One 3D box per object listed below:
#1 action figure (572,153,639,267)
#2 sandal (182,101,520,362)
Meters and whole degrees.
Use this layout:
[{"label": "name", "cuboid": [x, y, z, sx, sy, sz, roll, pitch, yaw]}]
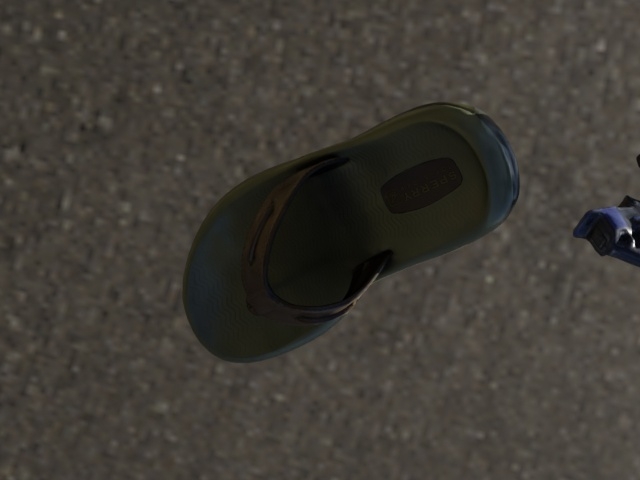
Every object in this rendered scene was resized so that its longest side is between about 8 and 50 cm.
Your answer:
[{"label": "action figure", "cuboid": [0.318, 0.052, 1.503, 0.341, 0.178, 0.330, -1, 60, -30]}, {"label": "sandal", "cuboid": [0.000, -0.002, 1.287, 0.120, 0.303, 0.086, 54, 43, -3]}]
